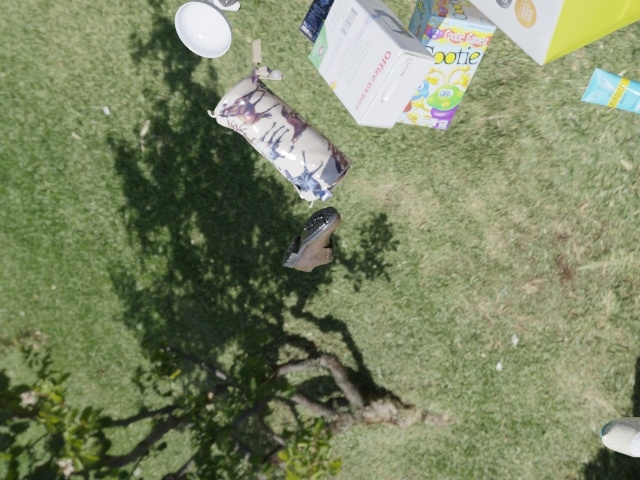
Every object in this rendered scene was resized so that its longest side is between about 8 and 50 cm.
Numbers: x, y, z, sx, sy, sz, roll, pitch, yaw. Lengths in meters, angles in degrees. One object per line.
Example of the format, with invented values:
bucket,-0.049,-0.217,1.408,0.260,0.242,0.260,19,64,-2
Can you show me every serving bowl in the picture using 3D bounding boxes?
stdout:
serving bowl,-0.161,-0.303,0.784,0.084,0.027,0.083,11,140,9

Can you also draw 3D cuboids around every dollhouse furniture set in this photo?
dollhouse furniture set,-0.132,-0.476,1.450,0.091,0.081,0.114,175,91,-69

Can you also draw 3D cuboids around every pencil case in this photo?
pencil case,-0.110,-0.283,1.568,0.410,0.160,0.183,40,90,-10

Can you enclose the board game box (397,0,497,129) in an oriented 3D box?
board game box,0.261,-0.406,1.239,0.142,0.144,0.275,7,143,-7

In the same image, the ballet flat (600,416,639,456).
ballet flat,0.488,0.294,0.808,0.052,0.168,0.057,-147,71,-67

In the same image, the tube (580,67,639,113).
tube,0.634,-0.280,1.092,0.207,0.052,0.080,20,141,14

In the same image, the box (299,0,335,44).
box,0.060,-0.768,1.951,0.270,0.060,0.216,51,122,30

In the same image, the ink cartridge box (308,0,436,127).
ink cartridge box,0.086,-0.331,1.005,0.154,0.093,0.212,-58,49,37

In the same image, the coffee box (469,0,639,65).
coffee box,0.415,-0.552,0.852,0.334,0.338,0.337,59,170,29

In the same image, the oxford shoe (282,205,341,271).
oxford shoe,0.000,0.000,1.258,0.096,0.082,0.227,24,143,-14

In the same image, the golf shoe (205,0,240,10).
golf shoe,-0.153,-0.522,1.027,0.094,0.077,0.198,23,99,-7
